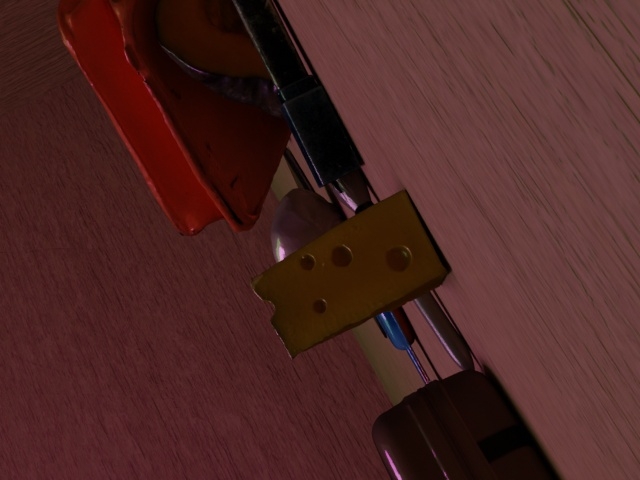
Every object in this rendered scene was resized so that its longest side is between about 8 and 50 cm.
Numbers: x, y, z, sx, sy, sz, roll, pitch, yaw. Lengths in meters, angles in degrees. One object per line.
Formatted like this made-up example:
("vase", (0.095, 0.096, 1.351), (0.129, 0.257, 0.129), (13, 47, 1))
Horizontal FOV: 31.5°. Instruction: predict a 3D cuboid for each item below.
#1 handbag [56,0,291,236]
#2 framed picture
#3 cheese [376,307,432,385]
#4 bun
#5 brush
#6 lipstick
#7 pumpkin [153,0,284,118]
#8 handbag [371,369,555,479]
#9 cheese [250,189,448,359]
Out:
("handbag", (-0.180, -0.229, 1.576), (0.303, 0.116, 0.410), (-71, -35, -43))
("framed picture", (0.028, 0.005, 2.176), (0.338, 0.014, 0.255), (59, 176, 33))
("cheese", (0.125, 0.147, 1.695), (0.256, 0.037, 0.106), (60, 178, 11))
("bun", (0.000, 0.000, 1.806), (0.183, 0.102, 0.183), (29, -123, -58))
("brush", (0.087, 0.026, 1.254), (0.299, 0.039, 0.042), (59, 175, 26))
("lipstick", (-0.046, -0.209, 1.256), (0.312, 0.051, 0.051), (64, 176, -2))
("pumpkin", (-0.124, -0.227, 1.436), (0.254, 0.149, 0.130), (59, 164, 24))
("handbag", (0.183, 0.308, 1.191), (0.302, 0.149, 0.283), (69, 174, -54))
("cheese", (0.026, 0.038, 1.104), (0.093, 0.171, 0.126), (61, 176, 8))
